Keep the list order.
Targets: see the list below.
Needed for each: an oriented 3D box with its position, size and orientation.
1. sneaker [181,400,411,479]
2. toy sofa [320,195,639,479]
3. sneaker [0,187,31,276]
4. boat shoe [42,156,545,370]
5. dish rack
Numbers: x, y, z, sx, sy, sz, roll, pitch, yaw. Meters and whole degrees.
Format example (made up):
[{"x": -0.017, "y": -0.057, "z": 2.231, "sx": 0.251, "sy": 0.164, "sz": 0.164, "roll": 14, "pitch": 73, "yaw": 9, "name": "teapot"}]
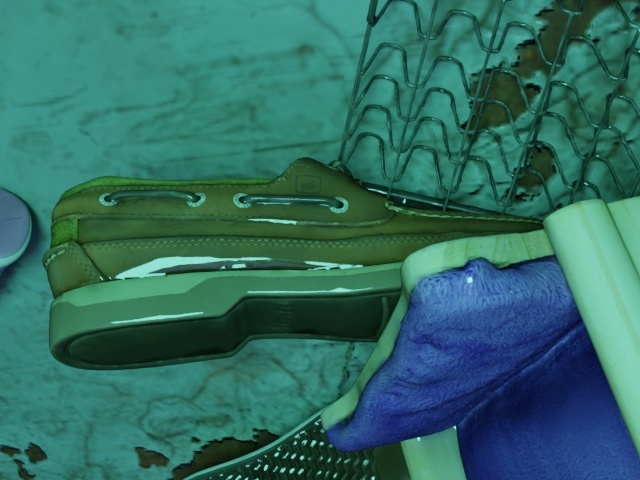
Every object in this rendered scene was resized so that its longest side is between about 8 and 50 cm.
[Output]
[{"x": 0.015, "y": 0.204, "z": 0.744, "sx": 0.290, "sy": 0.106, "sz": 0.123, "roll": -18, "pitch": 153, "yaw": 11, "name": "sneaker"}, {"x": 0.120, "y": 0.116, "z": 0.494, "sx": 0.177, "sy": 0.150, "sz": 0.363, "roll": -12, "pitch": 158, "yaw": -13, "name": "toy sofa"}, {"x": -0.340, "y": -0.011, "z": 0.652, "sx": 0.236, "sy": 0.095, "sz": 0.105, "roll": 23, "pitch": 132, "yaw": -7, "name": "sneaker"}, {"x": 0.000, "y": 0.000, "z": 0.499, "sx": 0.307, "sy": 0.105, "sz": 0.111, "roll": -3, "pitch": 155, "yaw": -14, "name": "boat shoe"}, {"x": 0.111, "y": -0.080, "z": 0.539, "sx": 0.208, "sy": 0.074, "sz": 0.272, "roll": 14, "pitch": 126, "yaw": 3, "name": "dish rack"}]
